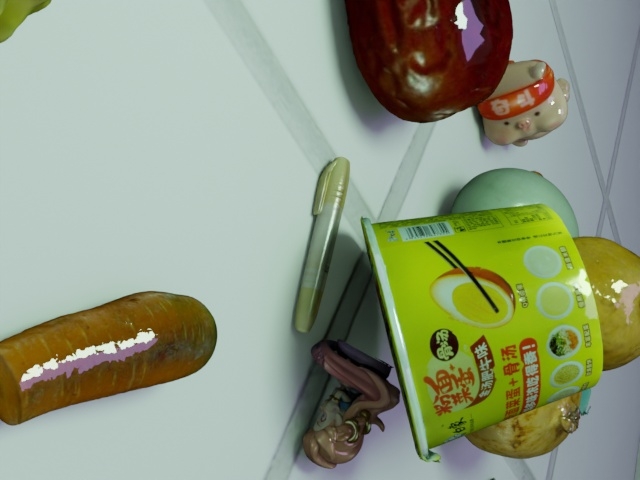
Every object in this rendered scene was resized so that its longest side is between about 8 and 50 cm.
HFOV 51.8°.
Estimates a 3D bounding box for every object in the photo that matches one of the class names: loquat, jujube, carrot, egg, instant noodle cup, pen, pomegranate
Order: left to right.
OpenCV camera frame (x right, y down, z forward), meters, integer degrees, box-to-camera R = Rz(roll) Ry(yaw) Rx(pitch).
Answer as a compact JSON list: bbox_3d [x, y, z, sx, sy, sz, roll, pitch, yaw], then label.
[{"bbox_3d":[-0.172,0.088,0.543,0.193,0.087,0.087,-4,94,-52],"label":"carrot"},{"bbox_3d":[0.000,0.000,0.823,0.040,0.032,0.234,23,71,-27],"label":"pen"},{"bbox_3d":[0.137,-0.321,0.879,0.223,0.223,0.318,-26,103,-51],"label":"jujube"},{"bbox_3d":[0.190,0.095,0.810,0.311,0.221,0.311,-14,90,-86],"label":"instant noodle cup"},{"bbox_3d":[0.322,0.250,1.096,0.248,0.248,0.248,0,90,-54],"label":"pomegranate"},{"bbox_3d":[0.333,-0.014,1.132,0.282,0.202,0.203,28,68,-48],"label":"egg"},{"bbox_3d":[0.393,0.091,0.975,0.208,0.208,0.208,0,90,-54],"label":"loquat"}]

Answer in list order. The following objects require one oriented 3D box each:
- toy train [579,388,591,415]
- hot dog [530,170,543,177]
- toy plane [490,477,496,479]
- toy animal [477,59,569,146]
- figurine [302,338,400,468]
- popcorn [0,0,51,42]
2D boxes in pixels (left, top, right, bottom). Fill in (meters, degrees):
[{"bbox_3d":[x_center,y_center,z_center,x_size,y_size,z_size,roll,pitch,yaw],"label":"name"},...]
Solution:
[{"bbox_3d":[0.584,0.314,1.563,0.203,0.112,0.163,52,57,-40],"label":"toy train"},{"bbox_3d":[0.430,-0.041,1.379,0.131,0.069,0.253,51,50,-40],"label":"hot dog"},{"bbox_3d":[0.300,0.496,1.190,0.192,0.088,0.262,57,36,2],"label":"toy plane"},{"bbox_3d":[0.387,-0.262,1.250,0.197,0.171,0.171,3,87,-56],"label":"toy animal"},{"bbox_3d":[0.039,0.202,0.808,0.114,0.126,0.157,7,80,-11],"label":"figurine"},{"bbox_3d":[-0.233,-0.209,0.291,0.279,0.274,0.336,-16,105,-21],"label":"popcorn"}]
